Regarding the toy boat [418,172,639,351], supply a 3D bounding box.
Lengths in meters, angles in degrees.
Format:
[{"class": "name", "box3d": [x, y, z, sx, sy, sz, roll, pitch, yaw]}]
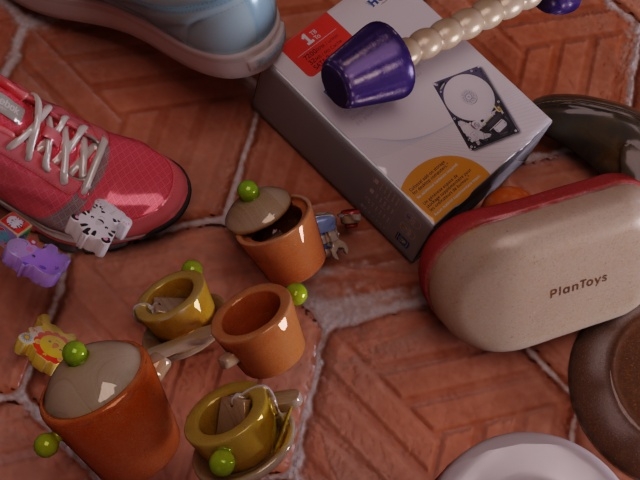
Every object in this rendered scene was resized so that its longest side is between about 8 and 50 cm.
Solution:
[{"class": "toy boat", "box3d": [0.198, 0.002, 1.211, 0.231, 0.151, 0.151, -16, 37, -14]}]

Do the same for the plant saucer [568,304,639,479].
[{"class": "plant saucer", "box3d": [0.337, 0.137, 1.216, 0.198, 0.036, 0.199, 3, 66, -8]}]

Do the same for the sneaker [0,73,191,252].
[{"class": "sneaker", "box3d": [-0.270, -0.082, 1.149, 0.314, 0.136, 0.116, 17, 65, -3]}]

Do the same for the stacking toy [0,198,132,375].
[{"class": "stacking toy", "box3d": [-0.279, -0.005, 1.095, 0.221, 0.167, 0.052, 36, 35, 6]}]

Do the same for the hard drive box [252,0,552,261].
[{"class": "hard drive box", "box3d": [0.078, -0.126, 1.258, 0.232, 0.089, 0.181, 44, 66, 11]}]

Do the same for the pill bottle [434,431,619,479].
[{"class": "pill bottle", "box3d": [0.128, 0.260, 0.985, 0.161, 0.283, 0.161, 4, 66, -8]}]

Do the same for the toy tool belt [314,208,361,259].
[{"class": "toy tool belt", "box3d": [0.000, 0.000, 1.215, 0.083, 0.052, 0.051, -8, 99, -10]}]

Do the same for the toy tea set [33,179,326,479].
[{"class": "toy tea set", "box3d": [-0.106, 0.060, 1.058, 0.200, 0.124, 0.336, -13, 33, 21]}]

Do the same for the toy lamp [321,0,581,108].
[{"class": "toy lamp", "box3d": [0.123, -0.201, 1.208, 0.274, 0.080, 0.080, -29, 74, -24]}]

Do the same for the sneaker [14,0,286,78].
[{"class": "sneaker", "box3d": [-0.194, -0.287, 1.211, 0.366, 0.150, 0.135, 22, 59, 20]}]

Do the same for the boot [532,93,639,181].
[{"class": "boot", "box3d": [0.304, -0.067, 1.276, 0.219, 0.082, 0.106, 21, 62, -2]}]
